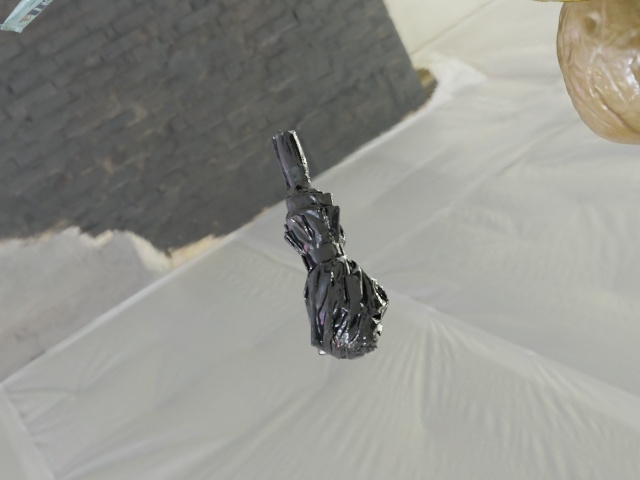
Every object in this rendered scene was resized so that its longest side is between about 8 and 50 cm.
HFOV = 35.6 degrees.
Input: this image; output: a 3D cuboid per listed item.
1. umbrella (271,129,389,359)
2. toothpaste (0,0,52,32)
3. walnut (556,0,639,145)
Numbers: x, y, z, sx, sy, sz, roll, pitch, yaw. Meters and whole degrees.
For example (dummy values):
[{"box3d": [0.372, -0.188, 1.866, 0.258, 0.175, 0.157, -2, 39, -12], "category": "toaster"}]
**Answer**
[{"box3d": [0.000, 0.000, 1.366, 0.118, 0.340, 0.118, -17, 161, -6], "category": "umbrella"}, {"box3d": [-0.320, -0.334, 1.239, 0.205, 0.036, 0.056, -44, 177, 11], "category": "toothpaste"}, {"box3d": [0.525, -0.312, 1.627, 0.277, 0.312, 0.252, -6, 172, -2], "category": "walnut"}]
